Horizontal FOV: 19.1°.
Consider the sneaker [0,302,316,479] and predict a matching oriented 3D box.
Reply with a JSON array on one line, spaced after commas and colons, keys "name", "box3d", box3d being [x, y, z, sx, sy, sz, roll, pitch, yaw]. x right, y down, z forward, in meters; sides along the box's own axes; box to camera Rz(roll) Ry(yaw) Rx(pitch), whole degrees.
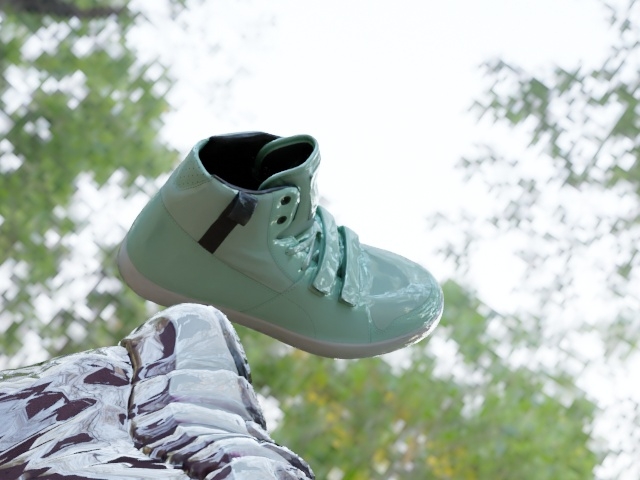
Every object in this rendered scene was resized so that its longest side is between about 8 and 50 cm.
[{"name": "sneaker", "box3d": [-0.081, 0.098, 0.462, 0.281, 0.163, 0.106, -133, -147, -77]}]

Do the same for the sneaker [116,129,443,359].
[{"name": "sneaker", "box3d": [0.000, 0.000, 1.360, 0.256, 0.094, 0.151, 11, -43, -24]}]
